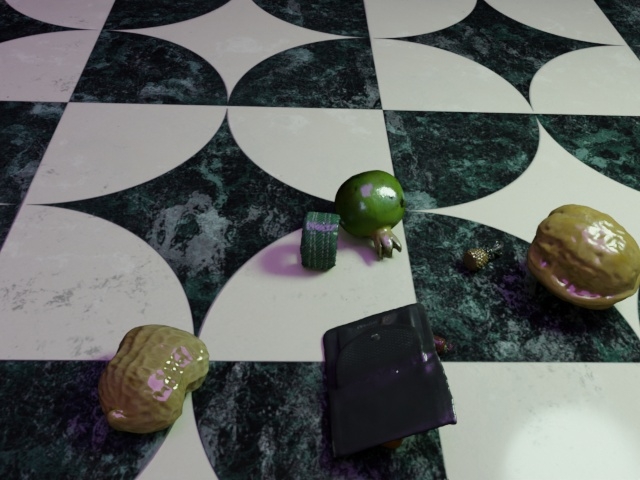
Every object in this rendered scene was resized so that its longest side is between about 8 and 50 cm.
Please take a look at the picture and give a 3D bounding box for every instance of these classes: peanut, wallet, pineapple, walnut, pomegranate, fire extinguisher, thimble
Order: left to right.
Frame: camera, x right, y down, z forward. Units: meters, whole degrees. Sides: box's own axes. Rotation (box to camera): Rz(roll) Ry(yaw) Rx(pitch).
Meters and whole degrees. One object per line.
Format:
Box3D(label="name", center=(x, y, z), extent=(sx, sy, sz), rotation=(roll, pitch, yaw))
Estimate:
Box3D(label="peanut", center=(-0.332, 0.269, 1.323), extent=(0.196, 0.110, 0.233), rotation=(15, 42, 12))
Box3D(label="thimble", center=(0.000, -0.003, 1.614), extent=(0.090, 0.135, 0.118), rotation=(5, 47, 3))
Box3D(label="pomegranate", center=(0.134, -0.064, 1.678), extent=(0.187, 0.187, 0.225), rotation=(-14, 72, -18))
Box3D(label="wallet", center=(0.125, 0.263, 1.343), extent=(0.247, 0.041, 0.323), rotation=(-21, 39, 13))
Box3D(label="fire extinguisher", center=(0.226, 0.218, 1.465), extent=(0.132, 0.039, 0.056), rotation=(20, 78, 16))
Box3D(label="pineapple", center=(0.412, 0.036, 1.663), extent=(0.124, 0.058, 0.058), rotation=(-17, 47, -27))
Box3D(label="walnut", center=(0.606, 0.044, 1.541), extent=(0.257, 0.224, 0.257), rotation=(1, 51, -1))

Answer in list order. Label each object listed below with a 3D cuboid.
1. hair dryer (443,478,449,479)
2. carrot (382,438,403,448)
Box3D(label="hair dryer", center=(0.252, 0.497, 1.165), extent=(0.100, 0.057, 0.198), rotation=(-3, 38, -10))
Box3D(label="carrot", center=(0.169, 0.308, 1.347), extent=(0.067, 0.067, 0.225), rotation=(17, 47, 14))
